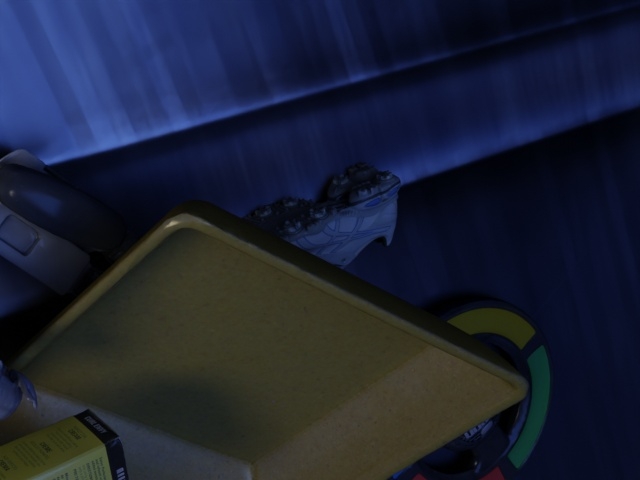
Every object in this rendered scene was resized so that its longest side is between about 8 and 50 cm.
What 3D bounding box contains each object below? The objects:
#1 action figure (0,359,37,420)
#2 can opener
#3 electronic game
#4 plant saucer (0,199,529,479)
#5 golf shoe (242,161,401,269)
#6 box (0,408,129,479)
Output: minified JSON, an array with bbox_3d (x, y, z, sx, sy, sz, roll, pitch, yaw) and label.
[{"bbox_3d":[-0.301,0.033,0.742,0.285,0.185,0.099,36,50,-16],"label":"action figure"},{"bbox_3d":[-0.150,0.033,0.900,0.283,0.095,0.076,40,81,-34],"label":"can opener"},{"bbox_3d":[0.147,0.168,1.165,0.229,0.048,0.229,-10,108,-32],"label":"electronic game"},{"bbox_3d":[-0.070,0.105,0.893,0.333,0.081,0.333,28,129,-32],"label":"plant saucer"},{"bbox_3d":[0.000,0.000,1.012,0.176,0.069,0.086,-22,121,-26],"label":"golf shoe"},{"bbox_3d":[-0.241,0.202,0.779,0.232,0.058,0.087,-22,118,-30],"label":"box"}]
